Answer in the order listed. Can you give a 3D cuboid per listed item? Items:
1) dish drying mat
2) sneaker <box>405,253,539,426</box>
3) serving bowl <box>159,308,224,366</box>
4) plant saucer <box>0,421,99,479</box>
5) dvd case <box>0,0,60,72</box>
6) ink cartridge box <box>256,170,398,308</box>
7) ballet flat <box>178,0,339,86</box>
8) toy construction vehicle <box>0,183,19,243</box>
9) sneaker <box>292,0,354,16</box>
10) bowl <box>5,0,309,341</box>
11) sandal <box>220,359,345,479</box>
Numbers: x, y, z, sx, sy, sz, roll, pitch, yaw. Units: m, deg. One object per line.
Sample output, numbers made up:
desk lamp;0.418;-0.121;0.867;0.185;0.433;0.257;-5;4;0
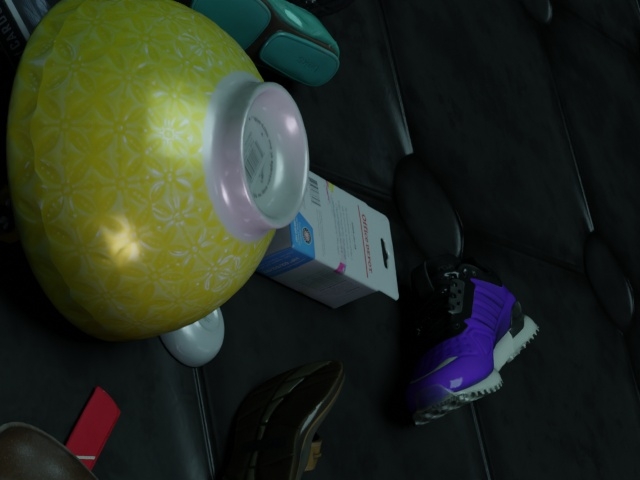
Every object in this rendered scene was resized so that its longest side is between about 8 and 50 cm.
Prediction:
dish drying mat;-0.181;0.152;1.262;0.032;0.008;0.083;53;32;-21
sneaker;0.137;0.095;1.738;0.146;0.102;0.293;60;25;-3
serving bowl;-0.111;0.069;1.415;0.083;0.027;0.083;39;39;-40
plant saucer;-0.155;0.269;1.084;0.311;0.050;0.310;58;5;-7
dvd case;-0.207;-0.159;1.390;0.239;0.029;0.179;61;26;6
ink cartridge box;0.000;0.000;1.609;0.181;0.061;0.104;28;47;-47
ballet flat;-0.076;-0.229;1.651;0.247;0.083;0.087;21;28;-52
toy construction vehicle;-0.227;-0.030;1.299;0.086;0.035;0.098;25;48;-37
sneaker;-0.040;-0.385;1.777;0.300;0.111;0.121;61;4;-31
bowl;-0.103;-0.064;1.275;0.289;0.156;0.289;8;81;-63
sandal;-0.030;0.187;1.409;0.219;0.090;0.060;-73;147;-51
